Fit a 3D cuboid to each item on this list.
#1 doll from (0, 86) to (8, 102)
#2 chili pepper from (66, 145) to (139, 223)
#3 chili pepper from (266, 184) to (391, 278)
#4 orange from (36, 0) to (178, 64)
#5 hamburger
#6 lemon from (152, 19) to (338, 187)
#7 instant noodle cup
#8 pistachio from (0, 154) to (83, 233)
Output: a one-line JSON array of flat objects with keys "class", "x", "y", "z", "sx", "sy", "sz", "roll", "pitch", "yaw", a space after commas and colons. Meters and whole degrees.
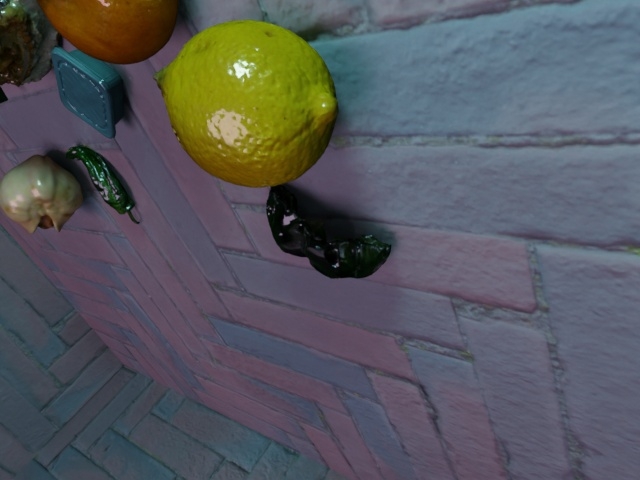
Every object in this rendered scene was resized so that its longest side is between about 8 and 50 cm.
[{"class": "doll", "x": -0.872, "y": -0.462, "z": 1.303, "sx": 0.134, "sy": 0.106, "sz": 0.186, "roll": 31, "pitch": 130, "yaw": 6}, {"class": "chili pepper", "x": -0.598, "y": -0.151, "z": 1.426, "sx": 0.279, "sy": 0.065, "sz": 0.122, "roll": 56, "pitch": 153, "yaw": -18}, {"class": "chili pepper", "x": -0.001, "y": 0.006, "z": 0.953, "sx": 0.264, "sy": 0.116, "sz": 0.148, "roll": 24, "pitch": 146, "yaw": 25}, {"class": "orange", "x": -0.321, "y": -0.391, "z": 0.768, "sx": 0.239, "sy": 0.171, "sz": 0.240, "roll": 15, "pitch": 140, "yaw": 13}, {"class": "hamburger", "x": -0.710, "y": -0.474, "z": 1.048, "sx": 0.277, "sy": 0.195, "sz": 0.318, "roll": 49, "pitch": 144, "yaw": -7}, {"class": "lemon", "x": -0.091, "y": -0.187, "z": 0.726, "sx": 0.253, "sy": 0.228, "sz": 0.229, "roll": 26, "pitch": 144, "yaw": 20}, {"class": "instant noodle cup", "x": -0.493, "y": -0.327, "z": 1.109, "sx": 0.157, "sy": 0.070, "sz": 0.179, "roll": 37, "pitch": 146, "yaw": 4}, {"class": "pistachio", "x": -0.861, "y": -0.137, "z": 1.571, "sx": 0.321, "sy": 0.228, "sz": 0.238, "roll": -15, "pitch": 76, "yaw": 58}]
